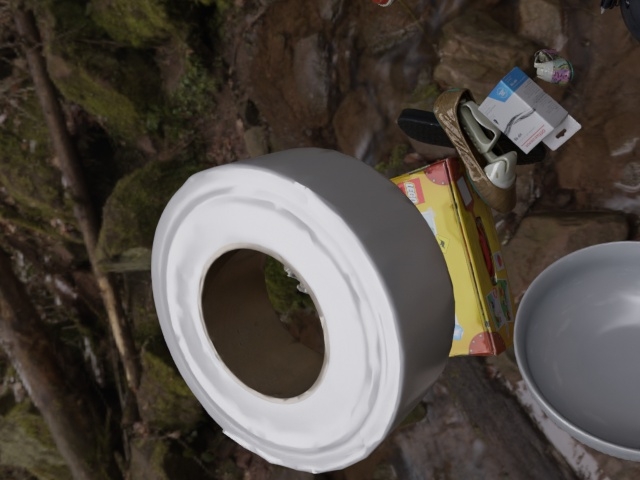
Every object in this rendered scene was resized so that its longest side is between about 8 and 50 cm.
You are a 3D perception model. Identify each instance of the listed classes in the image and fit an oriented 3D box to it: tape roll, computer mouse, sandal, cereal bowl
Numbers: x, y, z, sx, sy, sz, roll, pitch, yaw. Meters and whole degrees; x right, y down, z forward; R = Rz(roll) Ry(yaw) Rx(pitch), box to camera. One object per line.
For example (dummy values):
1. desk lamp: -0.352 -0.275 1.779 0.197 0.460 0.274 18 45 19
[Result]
1. tape roll: -0.027 0.062 0.535 0.286 0.100 0.286 13 113 32
2. computer mouse: 0.813 -0.582 1.481 0.272 0.072 0.188 62 174 22
3. sandal: 0.407 -0.315 1.578 0.446 0.167 0.107 24 80 39
4. cereal bowl: 0.478 0.174 0.892 0.339 0.141 0.338 -10 56 16

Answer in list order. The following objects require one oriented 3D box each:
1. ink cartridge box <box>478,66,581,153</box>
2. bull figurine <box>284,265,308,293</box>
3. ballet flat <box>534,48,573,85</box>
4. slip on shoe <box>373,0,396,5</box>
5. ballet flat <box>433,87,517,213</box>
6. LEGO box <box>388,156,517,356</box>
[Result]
1. ink cartridge box: 0.427 -0.254 1.191 0.180 0.060 0.104 45 156 6
2. bull figurine: 0.000 0.000 1.473 0.101 0.188 0.310 -16 77 47
3. ballet flat: 0.644 -0.488 1.630 0.221 0.079 0.076 -77 -11 -56
4. slip on shoe: -0.006 -0.492 0.929 0.101 0.331 0.123 -50 8 -7
5. ballet flat: 0.401 -0.223 1.406 0.342 0.116 0.124 60 155 -2
6. LEGO box: 0.286 0.061 1.584 0.373 0.193 0.500 -14 90 40
